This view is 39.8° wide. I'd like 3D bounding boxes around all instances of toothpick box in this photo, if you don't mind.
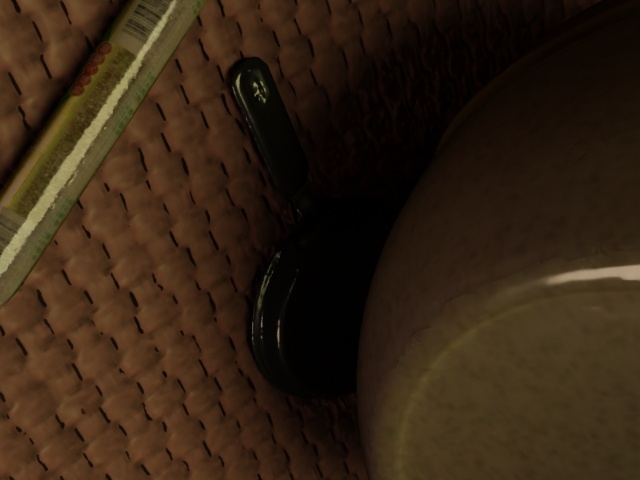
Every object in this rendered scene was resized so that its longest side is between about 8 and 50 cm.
[{"bbox_3d":[0.249,0.046,0.503,0.425,0.408,0.409,-37,126,-46],"label":"toothpick box"}]

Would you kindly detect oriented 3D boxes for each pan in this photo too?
[{"bbox_3d":[0.000,0.000,0.527,0.136,0.028,0.235,-39,125,-25],"label":"pan"}]

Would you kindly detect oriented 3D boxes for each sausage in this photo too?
[{"bbox_3d":[-0.095,-0.079,0.419,0.033,0.032,0.269,38,79,-41],"label":"sausage"}]
